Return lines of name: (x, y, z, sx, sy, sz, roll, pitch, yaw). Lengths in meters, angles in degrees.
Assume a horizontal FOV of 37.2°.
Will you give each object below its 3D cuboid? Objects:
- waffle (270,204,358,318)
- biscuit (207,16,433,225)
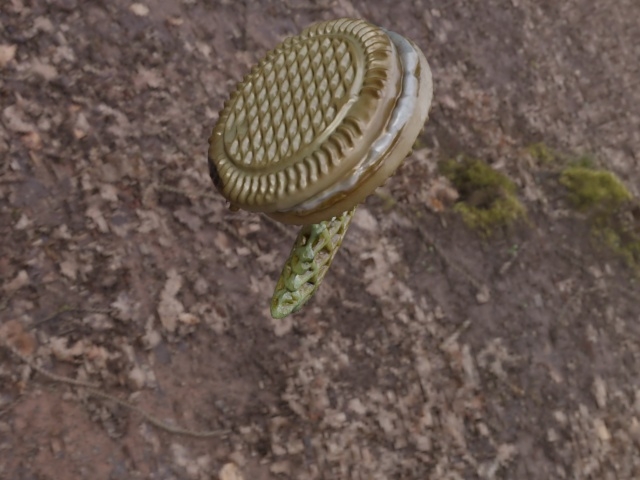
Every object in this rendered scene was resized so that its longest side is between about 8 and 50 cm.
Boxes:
waffle: (0.000, 0.000, 1.275, 0.054, 0.208, 0.214, 24, 15, 5)
biscuit: (-0.006, -0.126, 0.992, 0.079, 0.259, 0.259, 40, 42, -40)
